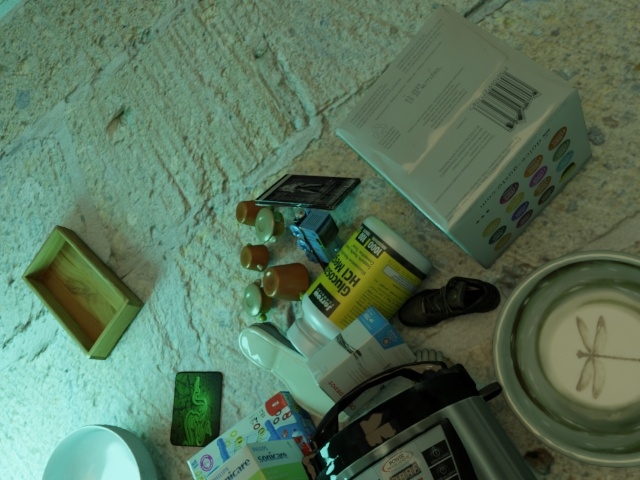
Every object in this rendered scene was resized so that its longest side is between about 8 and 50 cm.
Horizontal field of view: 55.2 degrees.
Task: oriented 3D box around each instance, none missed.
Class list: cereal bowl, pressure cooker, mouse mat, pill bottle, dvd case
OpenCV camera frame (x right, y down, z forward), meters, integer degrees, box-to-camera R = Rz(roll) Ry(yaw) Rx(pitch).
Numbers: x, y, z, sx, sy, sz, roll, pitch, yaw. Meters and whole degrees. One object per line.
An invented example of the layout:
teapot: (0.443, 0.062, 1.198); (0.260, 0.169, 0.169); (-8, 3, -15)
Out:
cereal bowl: (-0.546, 0.642, 1.564); (0.338, 0.141, 0.339); (-8, 72, 24)
pressure cooker: (0.184, 0.448, 1.140); (0.421, 0.369, 0.376); (59, 135, 27)
mouse mat: (-0.323, 0.437, 1.592); (0.152, 0.007, 0.190); (-6, 74, 24)
pill bottle: (0.080, 0.125, 1.379); (0.188, 0.188, 0.334); (41, 95, 29)
dvd case: (-0.031, -0.123, 1.539); (0.221, 0.164, 0.018); (6, 122, 27)

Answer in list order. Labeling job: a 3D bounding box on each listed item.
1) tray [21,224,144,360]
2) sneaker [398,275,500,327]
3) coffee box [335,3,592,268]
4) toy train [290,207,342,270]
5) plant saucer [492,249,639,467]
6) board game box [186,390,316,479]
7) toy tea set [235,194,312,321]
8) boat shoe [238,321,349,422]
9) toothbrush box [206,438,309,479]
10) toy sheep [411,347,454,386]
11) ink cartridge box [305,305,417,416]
tray: (-0.716, 0.148, 1.826); (0.411, 0.076, 0.203); (37, 94, 30)
sneaker: (0.263, 0.131, 1.325); (0.227, 0.130, 0.087); (-14, 68, 24)
coffee box: (0.305, -0.199, 1.279); (0.338, 0.334, 0.338); (-49, 59, 7)
toy train: (0.000, 0.000, 1.459); (0.105, 0.184, 0.080); (21, 61, 40)
plant saucer: (0.542, 0.222, 1.179); (0.400, 0.100, 0.401); (-7, 73, 25)
board game box: (-0.118, 0.561, 1.411); (0.308, 0.086, 0.302); (-39, 63, 11)
toy tea set: (-0.116, 0.029, 1.568); (0.200, 0.124, 0.336); (-28, 65, 49)
boat shoe: (-0.044, 0.296, 1.435); (0.319, 0.099, 0.116); (34, 115, 17)
toothbrush box: (-0.066, 0.552, 1.221); (0.122, 0.206, 0.283); (-42, 63, 10)
toy sheep: (0.226, 0.278, 1.325); (0.132, 0.091, 0.091); (-2, 74, 8)
ink cartridge box: (0.086, 0.253, 1.282); (0.190, 0.140, 0.082); (-39, 34, -2)
